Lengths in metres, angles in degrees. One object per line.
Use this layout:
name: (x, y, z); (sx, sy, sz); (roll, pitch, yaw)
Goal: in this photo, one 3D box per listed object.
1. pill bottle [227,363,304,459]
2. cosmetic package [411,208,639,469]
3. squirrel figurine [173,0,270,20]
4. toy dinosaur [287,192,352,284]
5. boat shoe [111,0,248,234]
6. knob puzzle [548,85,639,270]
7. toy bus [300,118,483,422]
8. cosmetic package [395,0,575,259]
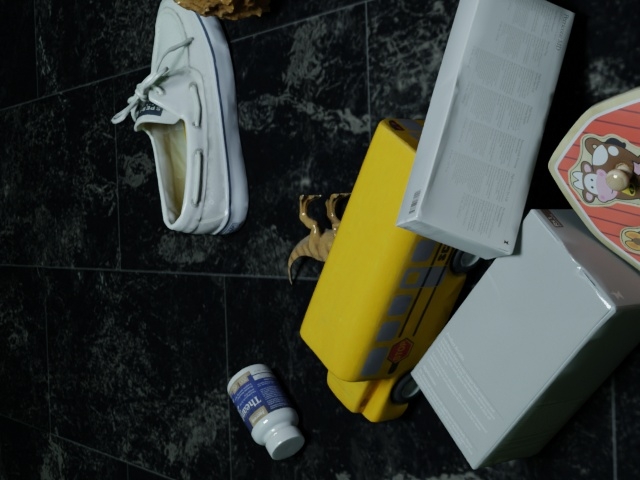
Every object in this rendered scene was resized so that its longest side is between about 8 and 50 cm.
pill bottle: (-0.070, 0.228, 1.310); (0.120, 0.067, 0.067); (55, 132, 35)
cosmetic package: (0.201, 0.093, 0.930); (0.238, 0.107, 0.127); (-56, 50, 34)
squirrel figurine: (-0.102, -0.486, 1.205); (0.370, 0.281, 0.397); (-34, 80, 37)
toy dinosaur: (0.000, 0.000, 1.210); (0.211, 0.064, 0.112); (-4, 91, 52)
boat shoe: (-0.215, -0.184, 1.398); (0.136, 0.156, 0.367); (-18, 78, 51)
knob puzzle: (0.268, -0.037, 0.798); (0.213, 0.030, 0.213); (31, 144, 25)
toy bus: (0.077, 0.042, 1.059); (0.108, 0.130, 0.333); (46, 126, 40)
cosmetic package: (0.151, -0.111, 0.907); (0.060, 0.099, 0.239); (155, 134, -74)
